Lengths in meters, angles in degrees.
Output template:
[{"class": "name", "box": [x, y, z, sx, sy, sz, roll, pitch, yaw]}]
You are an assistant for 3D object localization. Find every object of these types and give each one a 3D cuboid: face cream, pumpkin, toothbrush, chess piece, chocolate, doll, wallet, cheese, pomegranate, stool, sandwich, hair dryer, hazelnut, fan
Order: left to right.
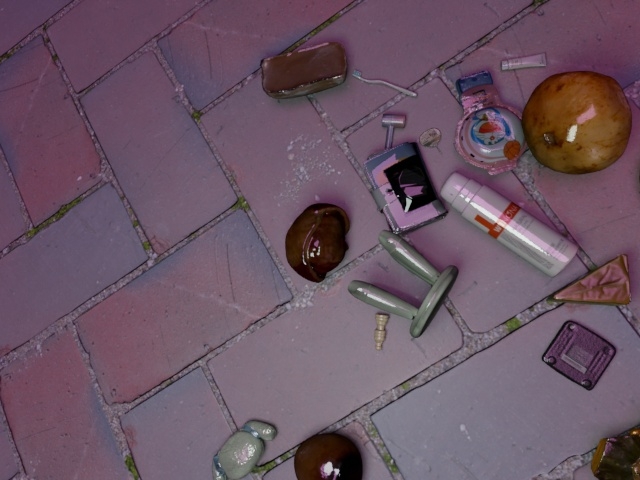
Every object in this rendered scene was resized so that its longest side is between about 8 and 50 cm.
[{"class": "doll", "box": [-0.207, 0.554, 1.208, 0.103, 0.071, 0.214, 43, 89, 15]}, {"class": "chocolate", "box": [-0.041, -0.476, 1.338, 0.261, 0.083, 0.161, -8, 62, 12]}, {"class": "hazelnut", "box": [-0.004, -0.001, 1.200, 0.160, 0.170, 0.202, 36, 101, 15]}, {"class": "chocolate", "box": [0.016, 0.549, 1.122, 0.176, 0.177, 0.177, -2, 80, 13]}, {"class": "chess piece", "box": [0.155, 0.237, 1.194, 0.035, 0.035, 0.092, 5, 86, 15]}, {"class": "toothbrush", "box": [0.180, -0.442, 1.312, 0.204, 0.017, 0.022, 26, 107, 17]}, {"class": "hair dryer", "box": [0.197, -0.291, 1.275, 0.063, 0.037, 0.114, 8, 90, 14]}, {"class": "wallet", "box": [0.220, -0.137, 1.224, 0.170, 0.069, 0.231, -21, 77, 5]}, {"class": "stool", "box": [0.205, 0.102, 1.125, 0.198, 0.195, 0.195, 33, 90, 21]}, {"class": "fan", "box": [0.310, -0.274, 1.257, 0.080, 0.003, 0.060, 31, 90, 17]}, {"class": "cheese", "box": [0.431, -0.306, 1.197, 0.188, 0.074, 0.286, -14, 77, 10]}, {"class": "face cream", "box": [0.447, -0.050, 1.135, 0.345, 0.102, 0.102, 37, 91, 16]}, {"class": "face cream", "box": [0.538, -0.472, 1.226, 0.115, 0.020, 0.038, -4, 79, 10]}, {"class": "pomegranate", "box": [0.593, -0.272, 1.077, 0.248, 0.248, 0.248, -2, 80, 13]}, {"class": "sandwich", "box": [0.620, 0.090, 1.081, 0.163, 0.079, 0.114, 1, 79, 16]}, {"class": "pumpkin", "box": [0.715, 0.485, 0.980, 0.258, 0.095, 0.290, -24, 79, 5]}]

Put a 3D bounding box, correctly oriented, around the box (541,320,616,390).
[{"class": "box", "box": [0.604, 0.265, 1.080, 0.126, 0.027, 0.125, 33, 89, 16]}]
